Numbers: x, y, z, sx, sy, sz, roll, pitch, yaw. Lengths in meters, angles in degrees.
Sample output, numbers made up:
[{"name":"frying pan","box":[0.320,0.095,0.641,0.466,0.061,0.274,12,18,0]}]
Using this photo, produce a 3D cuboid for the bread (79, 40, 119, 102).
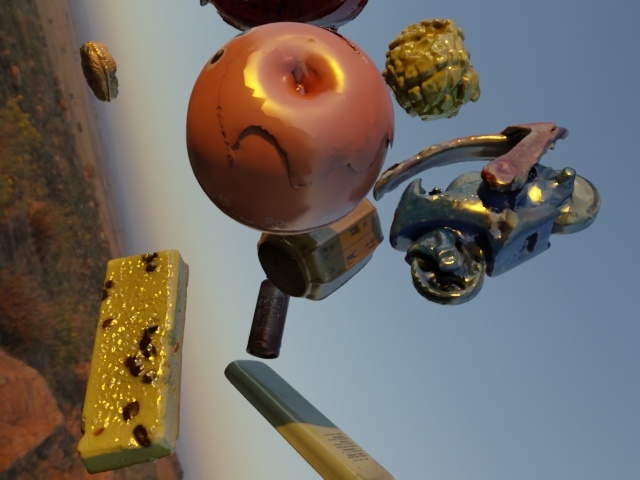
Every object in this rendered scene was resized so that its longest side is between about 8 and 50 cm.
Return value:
[{"name":"bread","box":[-0.390,-0.298,1.007,0.083,0.044,0.111,53,-29,17]}]

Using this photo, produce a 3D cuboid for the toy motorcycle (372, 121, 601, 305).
[{"name":"toy motorcycle","box":[0.227,-0.041,0.831,0.241,0.319,0.182,33,-34,60]}]

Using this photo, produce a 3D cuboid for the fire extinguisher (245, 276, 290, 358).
[{"name":"fire extinguisher","box":[-0.132,0.193,1.601,0.105,0.104,0.269,109,-8,-60]}]

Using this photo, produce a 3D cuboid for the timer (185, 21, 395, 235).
[{"name":"timer","box":[-0.035,-0.122,0.639,0.215,0.229,0.230,130,-54,-66]}]

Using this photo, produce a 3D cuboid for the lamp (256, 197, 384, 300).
[{"name":"lamp","box":[0.000,0.000,0.905,0.161,0.185,0.161,32,-38,29]}]

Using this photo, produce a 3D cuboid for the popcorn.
[{"name":"popcorn","box":[0.279,-0.425,1.437,0.258,0.224,0.270,62,18,-7]}]

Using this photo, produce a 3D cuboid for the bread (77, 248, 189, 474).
[{"name":"bread","box":[-0.299,0.181,0.931,0.077,0.138,0.361,80,2,-52]}]

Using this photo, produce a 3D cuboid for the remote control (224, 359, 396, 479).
[{"name":"remote control","box":[-0.022,0.249,0.762,0.309,0.090,0.038,31,-82,40]}]

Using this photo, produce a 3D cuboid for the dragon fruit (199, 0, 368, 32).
[{"name":"dragon fruit","box":[-0.077,-0.445,1.111,0.282,0.343,0.100,-43,140,-82]}]
